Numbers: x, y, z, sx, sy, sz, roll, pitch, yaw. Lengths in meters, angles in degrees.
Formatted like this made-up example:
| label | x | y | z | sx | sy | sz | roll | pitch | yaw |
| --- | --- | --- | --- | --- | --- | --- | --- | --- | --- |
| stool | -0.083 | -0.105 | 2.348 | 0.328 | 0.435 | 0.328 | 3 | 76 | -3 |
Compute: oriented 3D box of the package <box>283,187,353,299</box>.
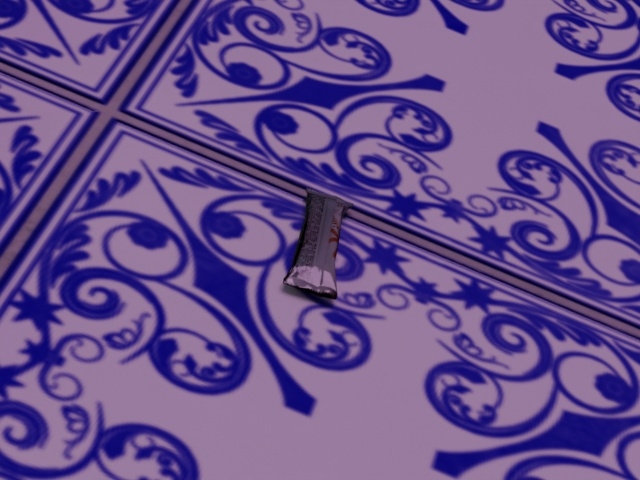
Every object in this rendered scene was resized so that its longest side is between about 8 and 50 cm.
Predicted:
| label | x | y | z | sx | sy | sz | roll | pitch | yaw |
| --- | --- | --- | --- | --- | --- | --- | --- | --- | --- |
| package | 0.000 | 0.000 | 1.222 | 0.037 | 0.015 | 0.110 | 19 | 39 | -5 |
